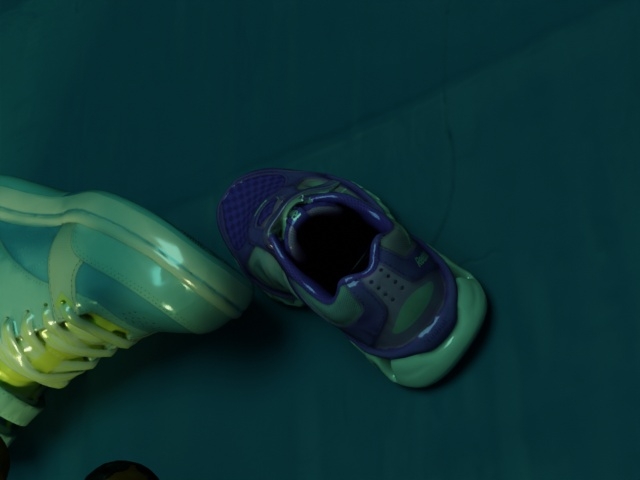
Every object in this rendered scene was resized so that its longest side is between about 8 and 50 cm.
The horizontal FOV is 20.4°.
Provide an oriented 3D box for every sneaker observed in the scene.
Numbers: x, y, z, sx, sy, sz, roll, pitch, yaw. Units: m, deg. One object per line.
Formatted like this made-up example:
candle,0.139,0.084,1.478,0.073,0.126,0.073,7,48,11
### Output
sneaker,-0.184,0.074,1.212,0.319,0.127,0.208,9,66,54
sneaker,0.000,0.000,1.116,0.095,0.104,0.236,-55,41,-2

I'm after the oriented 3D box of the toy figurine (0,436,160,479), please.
toy figurine,-0.135,0.199,1.014,0.213,0.209,0.148,8,61,43
